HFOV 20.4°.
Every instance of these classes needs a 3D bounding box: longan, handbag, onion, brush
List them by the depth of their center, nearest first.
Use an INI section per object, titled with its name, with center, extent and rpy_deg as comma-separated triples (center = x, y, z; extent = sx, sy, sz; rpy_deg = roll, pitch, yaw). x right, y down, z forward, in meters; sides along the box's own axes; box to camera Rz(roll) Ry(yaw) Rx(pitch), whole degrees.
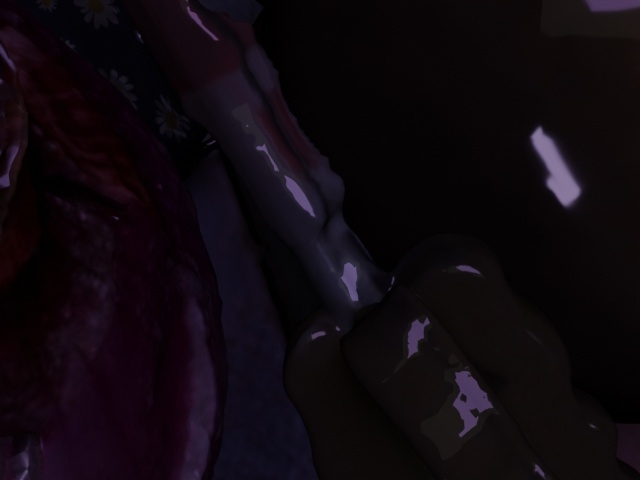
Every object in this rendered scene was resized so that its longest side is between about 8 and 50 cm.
[brush]
center = 0.000, 0.000, 0.500
extent = 0.301, 0.084, 0.071
rpy_deg = 57, 44, -11
[onion]
center = -0.103, 0.006, 0.524
extent = 0.159, 0.349, 0.267
rpy_deg = -25, 87, -36
[longan]
center = 0.106, -0.079, 0.619
extent = 0.297, 0.297, 0.297
rpy_deg = 4, 70, -11
[handbag]
center = -0.073, -0.070, 0.691
extent = 0.139, 0.072, 0.115
rpy_deg = -25, 76, -24
